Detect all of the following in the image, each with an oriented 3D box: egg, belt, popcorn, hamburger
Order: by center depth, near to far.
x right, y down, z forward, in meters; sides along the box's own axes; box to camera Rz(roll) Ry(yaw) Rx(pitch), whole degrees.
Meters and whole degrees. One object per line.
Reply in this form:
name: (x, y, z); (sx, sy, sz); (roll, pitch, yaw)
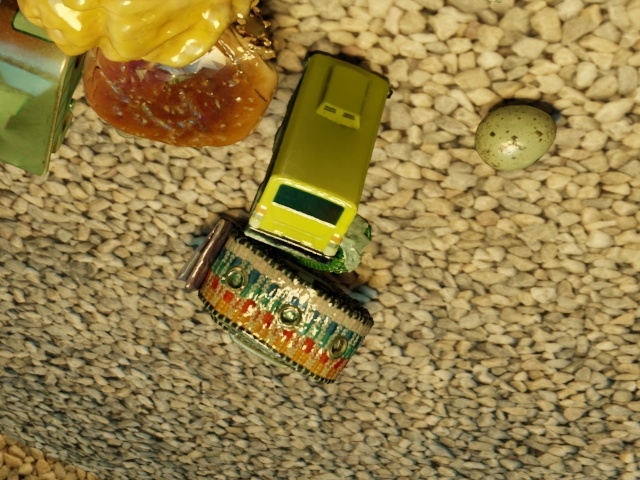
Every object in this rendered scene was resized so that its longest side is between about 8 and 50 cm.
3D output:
popcorn: (-0.198, -0.370, 1.362); (0.381, 0.349, 0.349); (49, 154, 22)
hamburger: (-0.169, -0.225, 1.653); (0.286, 0.146, 0.243); (-15, 133, 24)
egg: (0.255, -0.136, 1.668); (0.110, 0.085, 0.085); (-21, 133, 23)
belt: (0.000, 0.000, 1.977); (0.151, 0.079, 0.121); (16, 146, 0)
belt: (-0.071, 0.112, 2.026); (0.295, 0.160, 0.207); (31, -174, -20)

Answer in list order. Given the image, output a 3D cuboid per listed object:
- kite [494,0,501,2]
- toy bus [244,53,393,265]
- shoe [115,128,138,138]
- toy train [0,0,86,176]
kite: (0.215, -0.388, 1.383); (0.406, 0.014, 0.368); (13, 146, 5)
toy bus: (0.002, -0.115, 1.657); (0.128, 0.262, 0.150); (21, 139, -6)
shoe: (-0.237, -0.201, 1.806); (0.169, 0.071, 0.099); (-3, 135, 28)
toy train: (-0.398, -0.227, 1.756); (0.129, 0.159, 0.326); (19, 145, -8)
